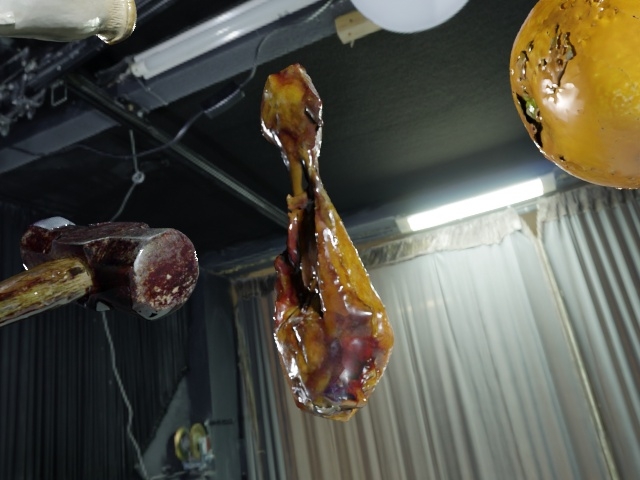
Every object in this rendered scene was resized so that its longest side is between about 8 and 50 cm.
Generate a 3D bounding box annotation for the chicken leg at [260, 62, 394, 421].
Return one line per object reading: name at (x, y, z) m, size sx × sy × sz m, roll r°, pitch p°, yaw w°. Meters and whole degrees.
chicken leg at (0.000, 0.000, 0.446) m, size 0.093 × 0.304 × 0.113 m, roll -5°, pitch -3°, yaw -34°

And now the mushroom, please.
mushroom at (-0.465, -0.390, 0.835) m, size 0.154 × 0.138 × 0.407 m, roll 6°, pitch 21°, yaw 27°

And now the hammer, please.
hammer at (-0.338, 0.078, 0.499) m, size 0.242 × 0.095 × 0.409 m, roll 7°, pitch 23°, yaw 34°

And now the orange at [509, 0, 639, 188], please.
orange at (0.328, -0.177, 0.535) m, size 0.246 × 0.246 × 0.246 m, roll -8°, pitch -19°, yaw -3°
